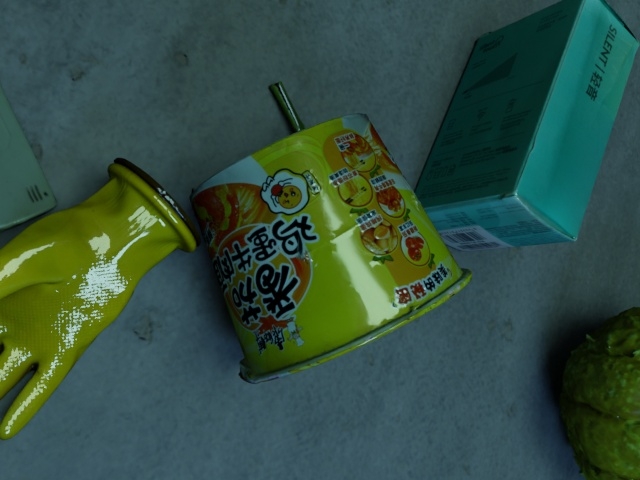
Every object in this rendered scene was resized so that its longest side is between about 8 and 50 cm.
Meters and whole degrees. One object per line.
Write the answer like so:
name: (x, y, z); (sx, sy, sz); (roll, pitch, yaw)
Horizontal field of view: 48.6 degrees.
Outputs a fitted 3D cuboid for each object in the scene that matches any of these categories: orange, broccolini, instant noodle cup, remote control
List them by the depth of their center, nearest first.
remote control: (-0.345, -0.138, 0.632); (0.285, 0.038, 0.123); (65, 28, -8)
instant noodle cup: (0.000, 0.000, 0.734); (0.264, 0.264, 0.200); (-24, 90, -30)
broccolini: (0.001, -0.095, 0.864); (0.042, 0.044, 0.218); (-29, 95, -14)
orange: (0.469, 0.224, 1.003); (0.301, 0.223, 0.300); (-39, 116, -31)

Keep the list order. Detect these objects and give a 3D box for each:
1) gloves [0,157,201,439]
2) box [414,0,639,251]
gloves: (-0.256, 0.064, 0.661); (0.133, 0.116, 0.294); (47, 71, -11)
box: (0.262, -0.146, 0.921); (0.118, 0.205, 0.311); (33, 70, -26)
